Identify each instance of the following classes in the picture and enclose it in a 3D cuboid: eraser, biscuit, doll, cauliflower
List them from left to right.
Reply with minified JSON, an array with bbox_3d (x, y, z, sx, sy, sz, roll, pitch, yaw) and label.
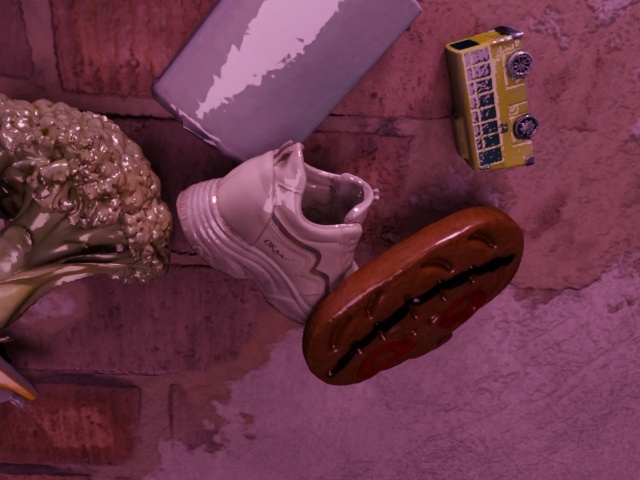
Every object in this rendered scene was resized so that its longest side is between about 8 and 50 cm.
[{"bbox_3d":[-0.580,0.160,0.829,0.146,0.103,0.316,-25,112,15],"label":"doll"},{"bbox_3d":[-0.340,-0.033,0.655,0.281,0.260,0.327,-39,117,-10],"label":"cauliflower"},{"bbox_3d":[-0.044,-0.233,0.639,0.189,0.104,0.290,37,110,-24],"label":"eraser"},{"bbox_3d":[0.149,0.105,0.791,0.368,0.063,0.314,-32,142,-3],"label":"biscuit"}]

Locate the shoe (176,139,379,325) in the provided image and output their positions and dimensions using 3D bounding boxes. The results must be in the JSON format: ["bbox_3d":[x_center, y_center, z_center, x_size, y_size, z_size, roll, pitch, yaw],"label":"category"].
[{"bbox_3d":[0.000,0.000,0.706,0.211,0.132,0.342,-28,134,28],"label":"shoe"}]

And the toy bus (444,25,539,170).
[{"bbox_3d":[0.224,-0.181,0.697,0.101,0.088,0.174,-14,117,6],"label":"toy bus"}]
